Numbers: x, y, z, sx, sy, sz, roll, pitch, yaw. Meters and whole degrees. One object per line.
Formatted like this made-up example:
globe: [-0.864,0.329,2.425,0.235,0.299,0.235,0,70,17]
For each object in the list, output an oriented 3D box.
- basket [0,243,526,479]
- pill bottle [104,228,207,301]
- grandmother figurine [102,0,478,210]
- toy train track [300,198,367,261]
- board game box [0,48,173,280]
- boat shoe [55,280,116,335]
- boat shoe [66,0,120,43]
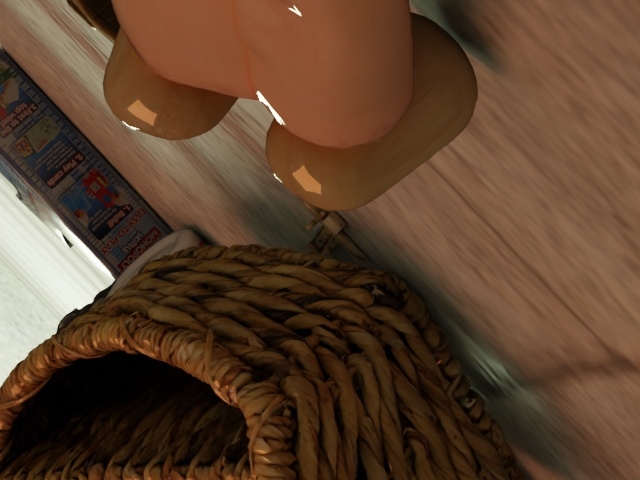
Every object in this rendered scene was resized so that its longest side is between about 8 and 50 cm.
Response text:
basket: [-0.078,0.142,0.826,0.299,0.223,0.213,-10,116,50]
pill bottle: [-0.076,0.075,1.139,0.160,0.087,0.087,49,167,-15]
grandmother figurine: [-0.030,-0.127,0.353,0.208,0.104,0.342,15,158,8]
toy train track: [0.000,0.000,0.822,0.048,0.014,0.083,46,168,2]
board game box: [-0.202,-0.038,1.255,0.194,0.060,0.194,45,167,8]
boat shoe: [-0.162,0.098,1.237,0.112,0.095,0.335,47,-172,-8]
boat shoe: [-0.087,-0.114,0.677,0.135,0.050,0.045,50,175,31]
